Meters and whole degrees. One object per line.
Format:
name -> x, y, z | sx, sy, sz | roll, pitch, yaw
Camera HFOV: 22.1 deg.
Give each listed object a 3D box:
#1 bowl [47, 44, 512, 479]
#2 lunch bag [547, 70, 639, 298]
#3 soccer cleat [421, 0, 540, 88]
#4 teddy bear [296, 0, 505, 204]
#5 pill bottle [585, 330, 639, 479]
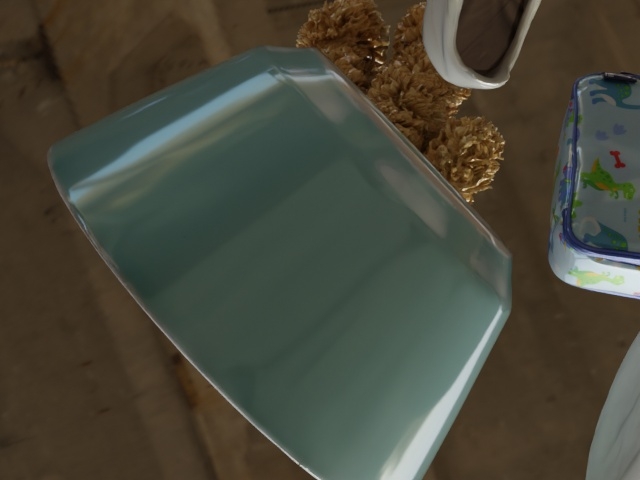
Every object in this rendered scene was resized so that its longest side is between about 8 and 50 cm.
bowl -> 0.000, 0.000, 1.006 | 0.163, 0.311, 0.311 | -43, -81, 5
lunch bag -> 0.312, -0.053, 1.562 | 0.176, 0.090, 0.219 | 11, -122, 0
soccer cleat -> 0.089, -0.169, 0.800 | 0.068, 0.076, 0.196 | 0, -71, -15
teddy bear -> 0.029, -0.068, 1.343 | 0.245, 0.113, 0.338 | 24, -111, 18
pill bottle -> 0.313, 0.147, 0.976 | 0.278, 0.162, 0.162 | 23, -115, -2
